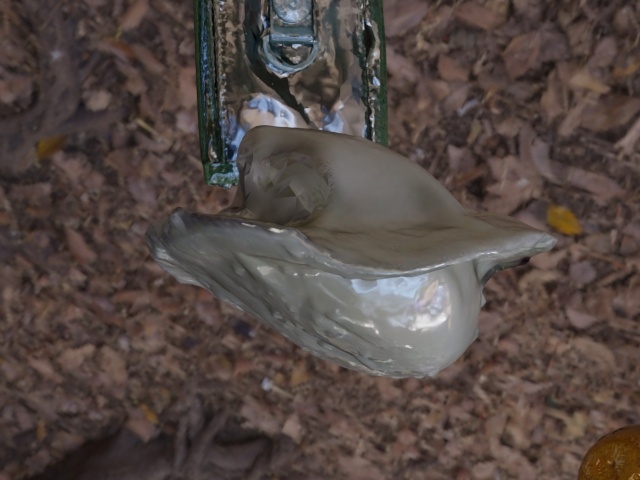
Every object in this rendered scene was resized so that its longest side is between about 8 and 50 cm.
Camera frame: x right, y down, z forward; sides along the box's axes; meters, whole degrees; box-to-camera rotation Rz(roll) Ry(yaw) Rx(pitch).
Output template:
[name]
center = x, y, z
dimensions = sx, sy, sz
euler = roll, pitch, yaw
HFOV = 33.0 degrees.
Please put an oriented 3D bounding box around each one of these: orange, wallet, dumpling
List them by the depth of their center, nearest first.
[dumpling]
center = 0.001, 0.001, 0.443
dimensions = 0.176, 0.092, 0.150
euler = 26, 179, 38
[orange]
center = 0.195, 0.151, 0.653
dimensions = 0.070, 0.083, 0.083
euler = 33, 144, -20
[wallet]
center = -0.023, -0.161, 0.871
dimensions = 0.160, 0.236, 0.055
euler = -2, 177, -19
